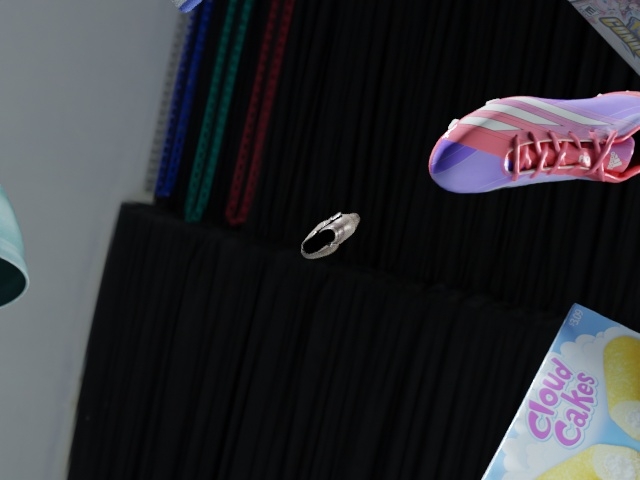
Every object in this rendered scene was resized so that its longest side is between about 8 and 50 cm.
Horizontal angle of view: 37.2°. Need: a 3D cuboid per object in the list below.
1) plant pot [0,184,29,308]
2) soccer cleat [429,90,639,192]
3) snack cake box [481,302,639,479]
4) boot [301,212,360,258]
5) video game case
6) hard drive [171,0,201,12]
[{"bbox_3d":[-0.538,-0.030,1.263,0.293,0.196,0.293,-6,-23,-2],"label":"plant pot"},{"bbox_3d":[0.218,-0.083,0.846,0.248,0.083,0.095,-11,32,-21],"label":"soccer cleat"},{"bbox_3d":[0.243,0.204,0.876,0.152,0.264,0.089,27,-33,15],"label":"snack cake box"},{"bbox_3d":[0.000,0.000,1.241,0.042,0.118,0.087,53,32,3],"label":"boot"},{"bbox_3d":[0.496,-0.305,1.336,0.275,0.035,0.248,39,-14,-20],"label":"video game case"},{"bbox_3d":[-0.047,-0.431,1.220,0.319,0.210,0.040,-31,-70,37],"label":"hard drive"}]
